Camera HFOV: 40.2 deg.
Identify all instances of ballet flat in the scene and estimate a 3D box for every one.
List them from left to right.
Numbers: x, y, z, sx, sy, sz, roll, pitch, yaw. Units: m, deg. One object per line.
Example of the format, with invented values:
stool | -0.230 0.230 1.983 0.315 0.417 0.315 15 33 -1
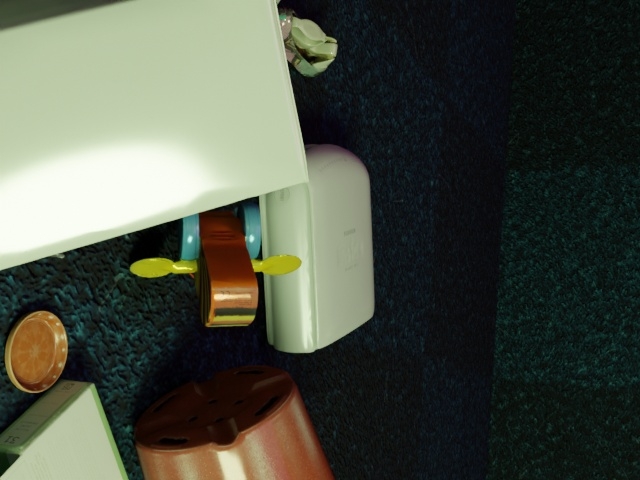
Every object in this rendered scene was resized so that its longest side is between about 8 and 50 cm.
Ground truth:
ballet flat | -0.022 -0.310 1.376 0.221 0.079 0.076 17 75 -64

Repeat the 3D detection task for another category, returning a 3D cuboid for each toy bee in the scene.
toy bee | -0.120 0.014 1.088 0.298 0.195 0.162 -76 178 -49

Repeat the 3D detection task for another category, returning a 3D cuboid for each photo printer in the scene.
photo printer | 0.000 0.000 1.399 0.256 0.107 0.307 -18 108 -64

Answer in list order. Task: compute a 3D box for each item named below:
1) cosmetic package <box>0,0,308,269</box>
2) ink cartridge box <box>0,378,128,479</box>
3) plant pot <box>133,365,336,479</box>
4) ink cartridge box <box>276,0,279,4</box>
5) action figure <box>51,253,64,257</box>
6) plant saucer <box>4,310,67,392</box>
cosmetic package | -0.215 -0.085 0.602 0.197 0.366 0.155 -130 -154 -64
ink cartridge box | -0.285 0.274 0.863 0.235 0.056 0.171 -48 133 -53
plant pot | -0.091 0.313 1.066 0.272 0.272 0.265 -41 120 -58
ink cartridge box | -0.127 -0.391 1.134 0.212 0.093 0.154 65 36 -40
action figure | -0.270 -0.092 0.767 0.164 0.141 0.275 22 61 -23
plant saucer | -0.291 0.113 0.893 0.083 0.013 0.083 2 90 -65
